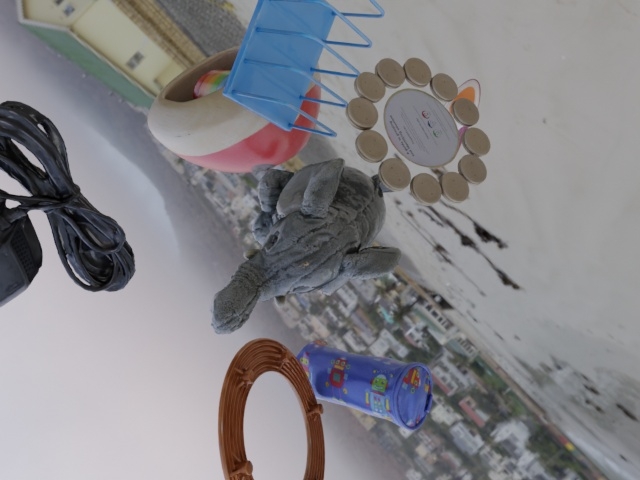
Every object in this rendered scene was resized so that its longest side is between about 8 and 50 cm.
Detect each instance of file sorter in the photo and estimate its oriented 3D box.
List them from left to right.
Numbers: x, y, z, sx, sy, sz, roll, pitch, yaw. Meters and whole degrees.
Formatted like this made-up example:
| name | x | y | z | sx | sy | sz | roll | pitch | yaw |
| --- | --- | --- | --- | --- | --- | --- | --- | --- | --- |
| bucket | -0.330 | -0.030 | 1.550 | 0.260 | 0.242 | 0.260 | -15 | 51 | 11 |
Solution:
| name | x | y | z | sx | sy | sz | roll | pitch | yaw |
| --- | --- | --- | --- | --- | --- | --- | --- | --- | --- |
| file sorter | -0.014 | -0.222 | 0.710 | 0.105 | 0.170 | 0.118 | 22 | -179 | 39 |

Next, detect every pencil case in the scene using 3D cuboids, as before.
| name | x | y | z | sx | sy | sz | roll | pitch | yaw |
| --- | --- | --- | --- | --- | --- | --- | --- | --- | --- |
| pencil case | 0.078 | 0.272 | 1.151 | 0.133 | 0.119 | 0.306 | 27 | 164 | -38 |

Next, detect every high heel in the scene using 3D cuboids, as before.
| name | x | y | z | sx | sy | sz | roll | pitch | yaw |
| --- | --- | --- | --- | --- | --- | --- | --- | --- | --- |
| high heel | 0.353 | -0.303 | 1.526 | 0.082 | 0.244 | 0.117 | 23 | -149 | 16 |

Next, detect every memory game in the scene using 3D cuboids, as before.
| name | x | y | z | sx | sy | sz | roll | pitch | yaw |
| --- | --- | --- | --- | --- | --- | --- | --- | --- | --- |
| memory game | 0.112 | -0.123 | 0.663 | 0.186 | 0.186 | 0.012 | 45 | 149 | -4 |

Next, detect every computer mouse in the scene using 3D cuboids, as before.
| name | x | y | z | sx | sy | sz | roll | pitch | yaw |
| --- | --- | --- | --- | --- | --- | --- | --- | --- | --- |
| computer mouse | -0.298 | 0.023 | 0.453 | 0.072 | 0.272 | 0.188 | 41 | 159 | 43 |

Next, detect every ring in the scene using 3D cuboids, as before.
| name | x | y | z | sx | sy | sz | roll | pitch | yaw |
| --- | --- | --- | --- | --- | --- | --- | --- | --- | --- |
| ring | -0.064 | 0.330 | 1.009 | 0.336 | 0.032 | 0.336 | 48 | -146 | -48 |

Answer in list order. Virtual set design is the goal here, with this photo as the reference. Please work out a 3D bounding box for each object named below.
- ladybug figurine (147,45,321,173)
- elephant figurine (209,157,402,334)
| name | x | y | z | sx | sy | sz | roll | pitch | yaw |
| --- | --- | --- | --- | --- | --- | --- | --- | --- | --- |
| ladybug figurine | -0.145 | -0.234 | 1.080 | 0.449 | 0.305 | 0.161 | 34 | 157 | 57 |
| elephant figurine | 0.000 | 0.000 | 0.629 | 0.170 | 0.185 | 0.239 | 18 | -170 | -5 |
